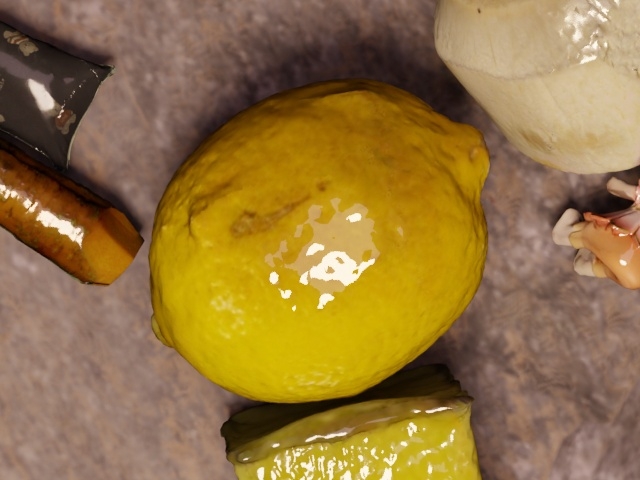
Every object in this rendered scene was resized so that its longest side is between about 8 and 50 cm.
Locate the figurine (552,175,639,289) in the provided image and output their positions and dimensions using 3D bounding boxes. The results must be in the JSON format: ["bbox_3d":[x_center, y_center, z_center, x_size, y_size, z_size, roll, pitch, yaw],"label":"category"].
[{"bbox_3d":[0.293,-0.037,1.114,0.195,0.102,0.111,-48,128,-5],"label":"figurine"}]

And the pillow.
[{"bbox_3d":[-0.249,-0.127,1.088,0.150,0.048,0.090,25,113,-6],"label":"pillow"}]

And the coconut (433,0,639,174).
[{"bbox_3d":[0.212,-0.163,1.033,0.241,0.241,0.241,0,93,-5],"label":"coconut"}]

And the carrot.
[{"bbox_3d":[-0.257,-0.054,1.070,0.260,0.070,0.070,35,89,-12],"label":"carrot"}]

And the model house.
[{"bbox_3d":[0.044,0.232,1.066,0.193,0.175,0.234,-15,90,-4],"label":"model house"}]

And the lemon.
[{"bbox_3d":[0.000,0.000,1.029,0.288,0.233,0.233,-34,95,9],"label":"lemon"}]
